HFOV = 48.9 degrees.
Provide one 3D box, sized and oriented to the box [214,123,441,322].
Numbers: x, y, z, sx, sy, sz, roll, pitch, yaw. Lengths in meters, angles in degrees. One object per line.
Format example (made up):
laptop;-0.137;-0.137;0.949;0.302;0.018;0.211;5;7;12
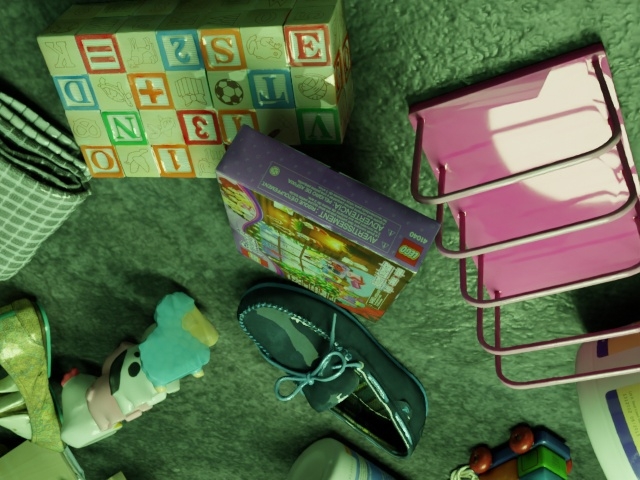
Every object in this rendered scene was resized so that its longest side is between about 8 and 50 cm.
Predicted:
box;0.000;0.000;0.754;0.201;0.057;0.293;27;165;5

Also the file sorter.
file sorter;0.232;-0.007;0.730;0.202;0.182;0.290;-15;125;24

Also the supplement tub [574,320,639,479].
supplement tub;0.489;0.175;0.786;0.331;0.241;0.241;-26;120;31

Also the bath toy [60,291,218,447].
bath toy;-0.296;0.206;1.079;0.348;0.151;0.129;-37;76;38

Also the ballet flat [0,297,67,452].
ballet flat;-0.490;0.239;1.149;0.123;0.123;0.348;11;129;4

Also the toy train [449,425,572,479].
toy train;0.277;0.407;1.098;0.105;0.143;0.248;35;129;-16

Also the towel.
towel;-0.448;-0.085;0.847;0.284;0.121;0.235;33;130;-26

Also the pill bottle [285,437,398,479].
pill bottle;0.080;0.464;1.189;0.272;0.152;0.152;38;128;-18

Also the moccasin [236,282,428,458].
moccasin;0.029;0.185;0.985;0.342;0.116;0.138;35;129;-16

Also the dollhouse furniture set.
dollhouse furniture set;-0.468;0.467;1.382;0.286;0.198;0.303;-36;84;12

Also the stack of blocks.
stack of blocks;-0.119;-0.160;0.746;0.297;0.087;0.171;1;130;13
